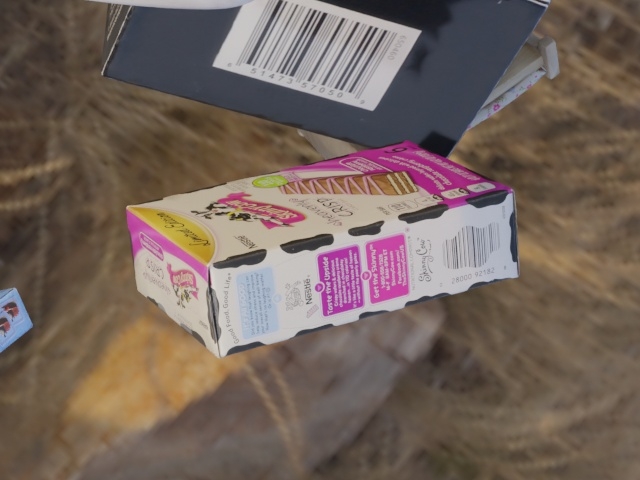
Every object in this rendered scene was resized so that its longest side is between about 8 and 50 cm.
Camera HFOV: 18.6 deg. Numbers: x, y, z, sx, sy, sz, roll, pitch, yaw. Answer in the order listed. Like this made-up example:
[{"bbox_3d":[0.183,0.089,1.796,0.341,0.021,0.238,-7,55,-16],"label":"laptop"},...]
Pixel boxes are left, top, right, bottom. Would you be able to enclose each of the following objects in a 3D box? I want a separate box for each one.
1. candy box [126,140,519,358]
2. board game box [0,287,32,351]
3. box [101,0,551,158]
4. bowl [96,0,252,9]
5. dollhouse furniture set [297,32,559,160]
[{"bbox_3d":[0.000,0.000,1.376,0.233,0.159,0.071,-15,112,-22],"label":"candy box"},{"bbox_3d":[-0.327,0.106,1.385,0.211,0.160,0.039,-43,115,-47],"label":"board game box"},{"bbox_3d":[0.004,-0.300,1.576,0.294,0.395,0.212,13,140,-16],"label":"box"},{"bbox_3d":[-0.076,-0.172,0.851,0.053,0.142,0.142,84,17,-57],"label":"bowl"},{"bbox_3d":[0.122,-0.141,1.746,0.303,0.355,0.174,-35,140,-15],"label":"dollhouse furniture set"}]
